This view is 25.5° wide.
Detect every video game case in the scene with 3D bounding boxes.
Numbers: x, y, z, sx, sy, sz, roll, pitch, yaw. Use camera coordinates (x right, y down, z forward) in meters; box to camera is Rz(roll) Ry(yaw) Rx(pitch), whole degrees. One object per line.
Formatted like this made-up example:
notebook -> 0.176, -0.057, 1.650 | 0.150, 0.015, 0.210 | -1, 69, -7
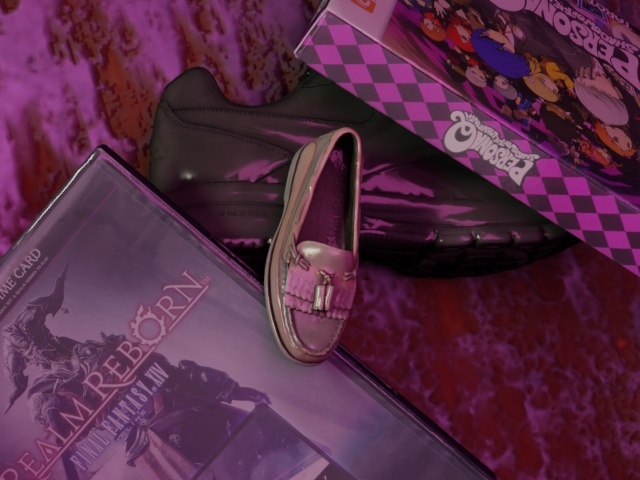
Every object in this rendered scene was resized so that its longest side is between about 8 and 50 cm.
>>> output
video game case -> -0.073, 0.111, 0.747 | 0.274, 0.026, 0.196 | 41, 97, -8
video game case -> 0.111, -0.104, 0.819 | 0.232, 0.042, 0.210 | 32, 36, -8

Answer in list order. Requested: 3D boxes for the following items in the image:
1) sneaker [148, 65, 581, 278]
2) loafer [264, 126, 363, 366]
sneaker -> 0.038, -0.045, 0.815 | 0.286, 0.109, 0.130 | 2, 76, -19
loafer -> 0.000, 0.000, 0.719 | 0.045, 0.039, 0.125 | 15, 64, -21
